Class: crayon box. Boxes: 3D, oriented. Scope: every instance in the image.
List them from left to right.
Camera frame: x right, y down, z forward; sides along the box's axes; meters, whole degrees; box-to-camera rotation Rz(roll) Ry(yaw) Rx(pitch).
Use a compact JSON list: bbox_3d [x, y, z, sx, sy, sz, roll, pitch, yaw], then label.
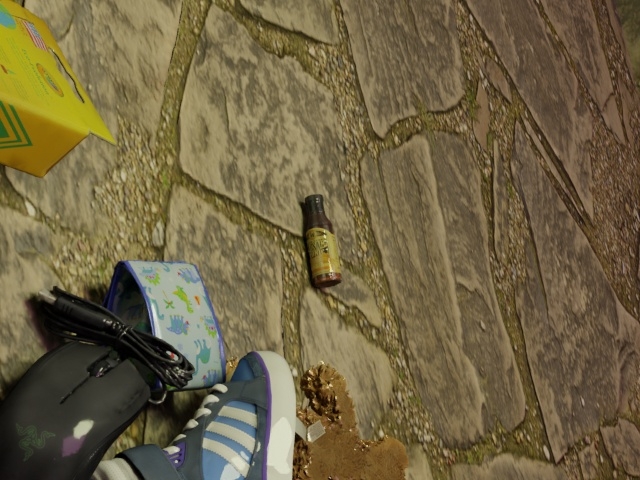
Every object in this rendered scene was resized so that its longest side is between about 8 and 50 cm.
[{"bbox_3d":[-0.364,-0.182,1.686,0.318,0.081,0.202,22,32,-57],"label":"crayon box"}]

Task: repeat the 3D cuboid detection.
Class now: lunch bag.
[{"bbox_3d":[-0.182,0.098,1.883,0.129,0.096,0.151,4,80,-57],"label":"lunch bag"}]

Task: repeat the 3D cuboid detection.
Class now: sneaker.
[{"bbox_3d":[-0.155,0.230,1.766,0.236,0.130,0.323,10,44,-11],"label":"sneaker"}]

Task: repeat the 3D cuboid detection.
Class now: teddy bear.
[{"bbox_3d":[-0.033,0.267,2.018,0.338,0.113,0.245,11,66,-50],"label":"teddy bear"}]

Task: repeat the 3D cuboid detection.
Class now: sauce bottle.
[{"bbox_3d":[0.000,0.000,2.276,0.042,0.042,0.128,14,60,-54],"label":"sauce bottle"}]

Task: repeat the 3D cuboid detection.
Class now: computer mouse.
[{"bbox_3d":[-0.257,0.158,1.695,0.188,0.072,0.272,28,46,5],"label":"computer mouse"}]
